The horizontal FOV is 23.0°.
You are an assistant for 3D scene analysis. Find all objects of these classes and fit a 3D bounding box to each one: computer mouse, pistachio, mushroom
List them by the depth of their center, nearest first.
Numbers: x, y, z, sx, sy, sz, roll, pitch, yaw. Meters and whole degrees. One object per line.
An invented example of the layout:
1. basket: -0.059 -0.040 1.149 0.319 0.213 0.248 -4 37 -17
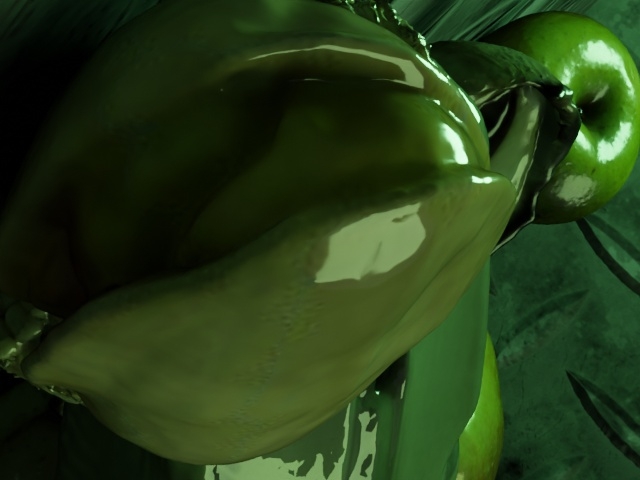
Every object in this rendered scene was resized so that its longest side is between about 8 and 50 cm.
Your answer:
1. pistachio: -0.019 -0.007 0.450 0.145 0.117 0.200 -13 160 -23
2. computer mouse: -0.021 0.109 0.791 0.228 0.145 0.429 -11 129 -44
3. mushroom: -0.001 -0.002 0.968 0.344 0.130 0.247 -45 153 -11

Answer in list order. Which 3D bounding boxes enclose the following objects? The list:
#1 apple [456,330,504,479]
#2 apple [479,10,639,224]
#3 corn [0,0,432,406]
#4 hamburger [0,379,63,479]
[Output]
1. apple: 0.016 0.157 1.428 0.338 0.338 0.305 -40 177 -43
2. apple: 0.201 -0.111 1.447 0.196 0.196 0.157 -41 -163 -28
3. corn: -0.042 -0.005 0.578 0.211 0.087 0.087 -43 178 8
4. hamburger: -0.216 0.200 0.924 0.262 0.124 0.131 -41 178 -1
